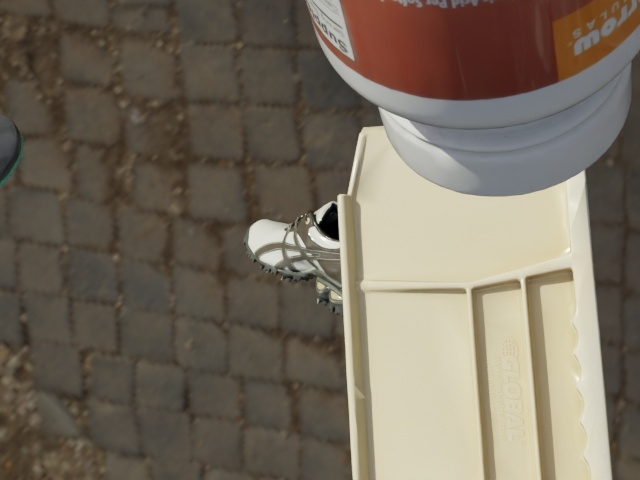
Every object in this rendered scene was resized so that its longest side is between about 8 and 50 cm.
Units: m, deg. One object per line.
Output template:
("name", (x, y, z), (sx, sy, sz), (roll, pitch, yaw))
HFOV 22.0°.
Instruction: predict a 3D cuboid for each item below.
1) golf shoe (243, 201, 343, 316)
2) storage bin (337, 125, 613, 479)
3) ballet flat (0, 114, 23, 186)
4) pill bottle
("golf shoe", (0.000, 0.000, 1.568), (0.198, 0.077, 0.094), (26, 116, 46))
("storage bin", (0.094, 0.091, 0.887), (0.123, 0.262, 0.260), (-4, 78, 10))
("ballet flat", (-0.285, -0.025, 1.060), (0.203, 0.074, 0.074), (-30, 101, 20))
("pill bottle", (0.047, -0.113, 0.514), (0.121, 0.121, 0.216), (8, 147, 19))
